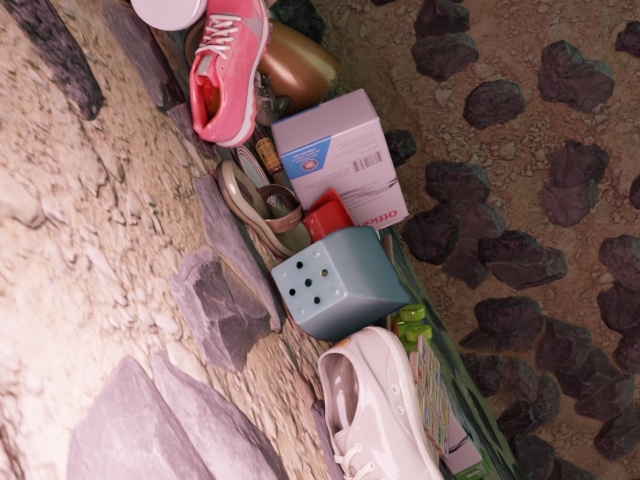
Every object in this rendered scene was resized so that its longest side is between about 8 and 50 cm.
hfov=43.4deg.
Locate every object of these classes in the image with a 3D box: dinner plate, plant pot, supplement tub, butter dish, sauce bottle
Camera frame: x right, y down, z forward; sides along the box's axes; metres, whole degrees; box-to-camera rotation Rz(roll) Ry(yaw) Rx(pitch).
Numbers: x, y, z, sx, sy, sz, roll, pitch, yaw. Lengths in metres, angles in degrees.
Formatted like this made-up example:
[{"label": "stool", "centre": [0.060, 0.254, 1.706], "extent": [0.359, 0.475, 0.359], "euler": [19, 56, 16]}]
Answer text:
[{"label": "dinner plate", "centre": [-0.131, -0.126, 1.594], "extent": [0.141, 0.017, 0.141], "euler": [57, 11, -18]}, {"label": "plant pot", "centre": [-0.118, -0.460, 2.058], "extent": [0.254, 0.237, 0.237], "euler": [40, 19, -27]}, {"label": "supplement tub", "centre": [-0.272, -0.466, 1.470], "extent": [0.144, 0.144, 0.200], "euler": [56, 11, -24]}, {"label": "plant pot", "centre": [0.024, 0.075, 1.421], "extent": [0.166, 0.165, 0.234], "euler": [63, 17, 13]}, {"label": "butter dish", "centre": [0.000, 0.000, 1.646], "extent": [0.160, 0.118, 0.160], "euler": [60, -31, 7]}, {"label": "sauce bottle", "centre": [-0.125, -0.207, 1.778], "extent": [0.128, 0.042, 0.042], "euler": [59, 10, 3]}]

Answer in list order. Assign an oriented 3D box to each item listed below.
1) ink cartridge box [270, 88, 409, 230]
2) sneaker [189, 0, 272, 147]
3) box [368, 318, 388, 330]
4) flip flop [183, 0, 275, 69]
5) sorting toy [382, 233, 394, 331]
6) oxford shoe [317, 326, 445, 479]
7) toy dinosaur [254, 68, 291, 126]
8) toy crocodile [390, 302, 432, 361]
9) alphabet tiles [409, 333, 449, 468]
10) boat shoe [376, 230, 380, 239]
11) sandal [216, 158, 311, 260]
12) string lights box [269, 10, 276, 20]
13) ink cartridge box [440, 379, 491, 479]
[{"label": "ink cartridge box", "centre": [0.047, -0.154, 1.810], "extent": [0.129, 0.223, 0.307], "euler": [-109, 177, -45]}, {"label": "sneaker", "centre": [-0.165, -0.319, 1.402], "extent": [0.136, 0.115, 0.314], "euler": [-16, 111, -68]}, {"label": "box", "centre": [0.150, 0.278, 1.768], "extent": [0.220, 0.051, 0.175], "euler": [63, 10, 10]}, {"label": "flip flop", "centre": [-0.167, -0.395, 1.527], "extent": [0.112, 0.277, 0.080], "euler": [3, 64, -42]}, {"label": "sorting toy", "centre": [0.159, 0.116, 2.018], "extent": [0.193, 0.038, 0.208], "euler": [-86, 177, -59]}, {"label": "oxford shoe", "centre": [0.092, 0.339, 1.161], "extent": [0.130, 0.169, 0.450], "euler": [-1, 62, -30]}, {"label": "toy dinosaur", "centre": [-0.149, -0.324, 1.857], "extent": [0.313, 0.120, 0.160], "euler": [44, 31, -71]}, {"label": "toy crocodile", "centre": [0.220, 0.246, 1.968], "extent": [0.340, 0.105, 0.115], "euler": [-91, 170, -73]}, {"label": "alphabet tiles", "centre": [0.237, 0.358, 1.731], "extent": [0.284, 0.021, 0.278], "euler": [57, 32, -49]}, {"label": "boat shoe", "centre": [0.080, -0.054, 2.223], "extent": [0.303, 0.091, 0.114], "euler": [67, -32, 35]}, {"label": "sandal", "centre": [-0.082, -0.055, 1.445], "extent": [0.303, 0.086, 0.120], "euler": [44, 19, -57]}, {"label": "string lights box", "centre": [-0.143, -0.534, 2.298], "extent": [0.260, 0.133, 0.077], "euler": [46, 17, -56]}, {"label": "ink cartridge box", "centre": [0.318, 0.468, 1.964], "extent": [0.208, 0.086, 0.153], "euler": [56, 11, -22]}]
